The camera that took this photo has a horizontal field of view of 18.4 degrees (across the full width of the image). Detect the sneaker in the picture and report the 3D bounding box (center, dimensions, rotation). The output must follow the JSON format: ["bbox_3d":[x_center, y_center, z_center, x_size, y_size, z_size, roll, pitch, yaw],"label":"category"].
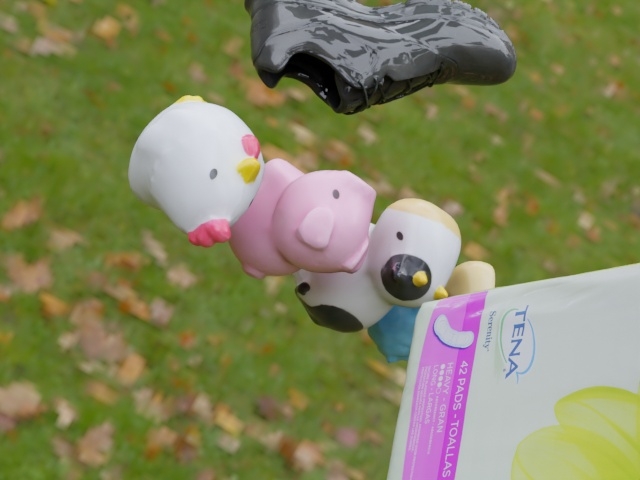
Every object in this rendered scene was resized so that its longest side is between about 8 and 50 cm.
[{"bbox_3d":[0.060,-0.181,2.012,0.286,0.109,0.130,7,59,-8],"label":"sneaker"}]

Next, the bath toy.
[{"bbox_3d":[0.000,0.000,1.593,0.348,0.151,0.129,30,26,-39],"label":"bath toy"}]

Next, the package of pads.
[{"bbox_3d":[0.178,0.131,1.271,0.101,0.296,0.229,33,59,-38],"label":"package of pads"}]
